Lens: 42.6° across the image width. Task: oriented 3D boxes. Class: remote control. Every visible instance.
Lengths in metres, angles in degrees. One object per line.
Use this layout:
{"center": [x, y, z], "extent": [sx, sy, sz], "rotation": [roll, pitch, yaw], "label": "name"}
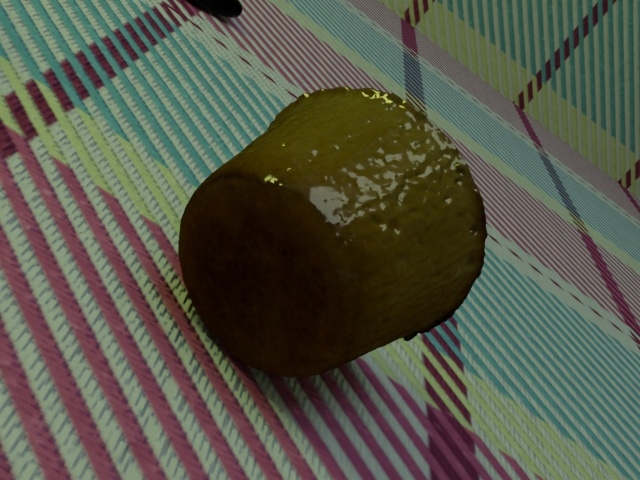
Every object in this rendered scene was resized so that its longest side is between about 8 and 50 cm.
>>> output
{"center": [-0.220, -0.475, 1.356], "extent": [0.107, 0.044, 0.377], "rotation": [16, 31, -34], "label": "remote control"}

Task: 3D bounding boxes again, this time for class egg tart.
{"center": [0.000, 0.000, 0.610], "extent": [0.215, 0.215, 0.171], "rotation": [44, 39, 13], "label": "egg tart"}
